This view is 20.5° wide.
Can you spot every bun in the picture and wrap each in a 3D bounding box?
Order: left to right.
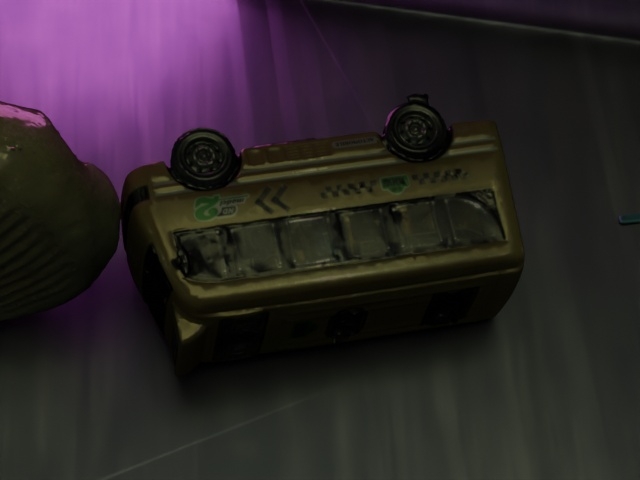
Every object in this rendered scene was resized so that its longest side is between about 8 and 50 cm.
[{"bbox_3d":[-0.323,-0.037,1.631,0.272,0.273,0.168,2,60,-3],"label":"bun"}]

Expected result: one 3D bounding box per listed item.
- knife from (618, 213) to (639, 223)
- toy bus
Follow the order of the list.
[{"bbox_3d":[0.352,-0.027,1.828,0.091,0.005,0.014,-5,61,-8],"label":"knife"},{"bbox_3d":[0.000,0.000,1.686,0.365,0.177,0.202,-8,66,-11],"label":"toy bus"}]
